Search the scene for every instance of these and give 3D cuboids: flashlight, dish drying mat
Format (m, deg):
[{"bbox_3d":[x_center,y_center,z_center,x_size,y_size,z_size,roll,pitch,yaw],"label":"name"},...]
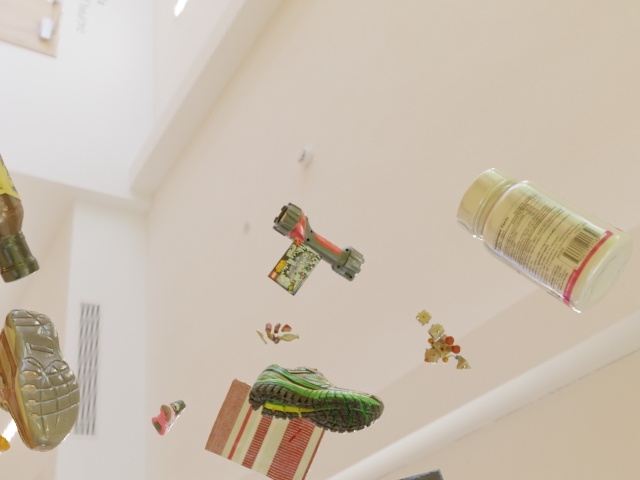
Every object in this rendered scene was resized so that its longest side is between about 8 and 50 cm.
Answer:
[{"bbox_3d":[0.000,0.000,2.240,0.103,0.304,0.103,-49,-160,26],"label":"flashlight"},{"bbox_3d":[-0.075,0.578,2.151,0.032,0.008,0.083,-49,171,7],"label":"dish drying mat"}]

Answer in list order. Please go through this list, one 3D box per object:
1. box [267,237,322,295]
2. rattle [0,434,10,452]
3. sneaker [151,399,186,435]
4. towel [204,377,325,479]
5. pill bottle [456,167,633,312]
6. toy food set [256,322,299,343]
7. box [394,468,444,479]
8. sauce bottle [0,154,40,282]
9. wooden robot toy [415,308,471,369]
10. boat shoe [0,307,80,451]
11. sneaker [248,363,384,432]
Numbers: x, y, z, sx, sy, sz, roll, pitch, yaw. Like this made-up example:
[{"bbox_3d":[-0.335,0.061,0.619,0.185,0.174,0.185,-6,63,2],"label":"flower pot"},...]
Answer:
[{"bbox_3d":[-0.071,0.073,2.018,0.137,0.094,0.027,-54,-175,-8],"label":"box"},{"bbox_3d":[-0.798,0.479,1.610,0.130,0.143,0.199,-42,-169,-8],"label":"rattle"},{"bbox_3d":[-0.321,0.375,1.549,0.047,0.057,0.119,52,-44,11],"label":"sneaker"},{"bbox_3d":[-0.165,0.599,2.247,0.037,0.329,0.237,99,15,-87],"label":"towel"},{"bbox_3d":[0.398,-0.010,1.316,0.283,0.160,0.160,38,-67,34],"label":"pill bottle"},{"bbox_3d":[-0.124,0.267,2.127,0.078,0.122,0.019,50,-51,31],"label":"toy food set"},{"bbox_3d":[0.201,0.761,1.797,0.183,0.294,0.296,-101,177,-63],"label":"box"},{"bbox_3d":[-0.627,-0.089,1.349,0.111,0.111,0.344,2,-66,59],"label":"sauce bottle"},{"bbox_3d":[0.267,0.247,1.668,0.079,0.173,0.076,-38,-179,-10],"label":"wooden robot toy"},{"bbox_3d":[-0.524,0.262,1.315,0.116,0.123,0.324,-52,-140,15],"label":"boat shoe"},{"bbox_3d":[-0.003,0.387,1.865,0.146,0.343,0.134,-68,168,-51],"label":"sneaker"}]
